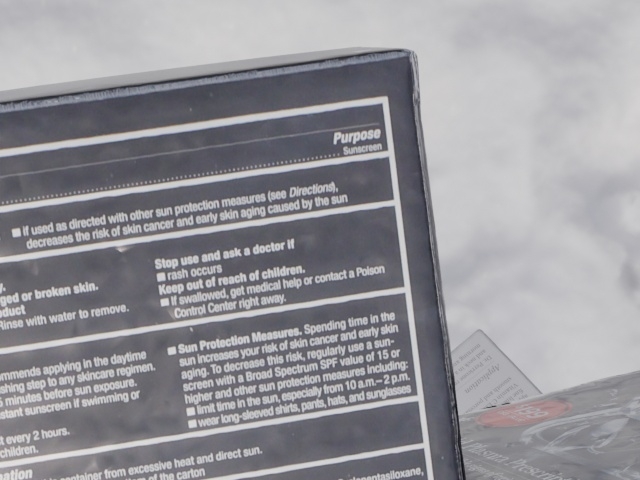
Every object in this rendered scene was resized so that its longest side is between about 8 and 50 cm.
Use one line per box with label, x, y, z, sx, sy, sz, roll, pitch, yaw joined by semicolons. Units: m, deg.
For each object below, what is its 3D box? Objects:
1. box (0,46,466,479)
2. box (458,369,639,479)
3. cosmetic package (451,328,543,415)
box;-0.085;0.054;0.878;0.296;0.183;0.294;-8;100;-6
box;0.240;0.198;0.999;0.312;0.343;0.179;-11;97;-21
cosmetic package;0.157;0.216;1.505;0.151;0.151;0.184;-37;66;-10
